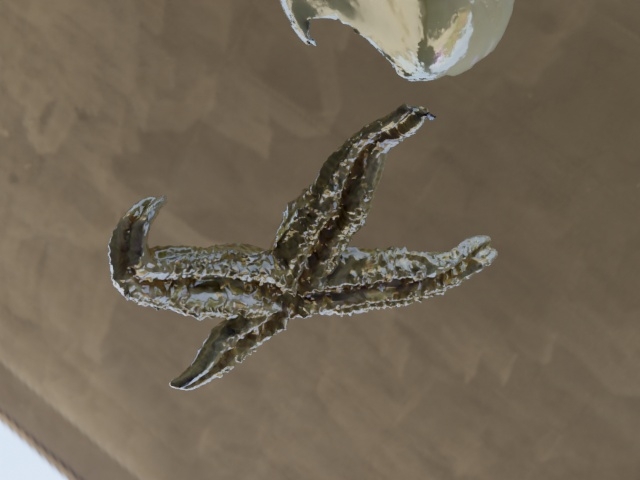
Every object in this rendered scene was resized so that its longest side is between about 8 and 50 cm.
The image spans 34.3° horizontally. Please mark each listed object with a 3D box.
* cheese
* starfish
[{"bbox_3d":[0.063,-0.277,0.994,0.266,0.127,0.233,36,-31,22],"label":"cheese"},{"bbox_3d":[0.000,0.000,1.088,0.324,0.432,0.082,82,-17,-47],"label":"starfish"}]
